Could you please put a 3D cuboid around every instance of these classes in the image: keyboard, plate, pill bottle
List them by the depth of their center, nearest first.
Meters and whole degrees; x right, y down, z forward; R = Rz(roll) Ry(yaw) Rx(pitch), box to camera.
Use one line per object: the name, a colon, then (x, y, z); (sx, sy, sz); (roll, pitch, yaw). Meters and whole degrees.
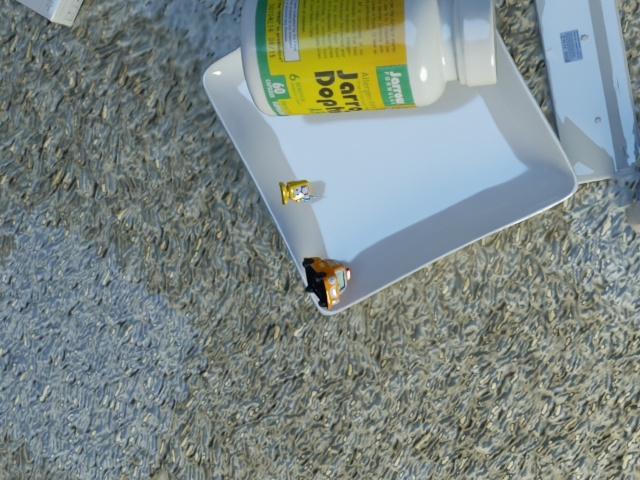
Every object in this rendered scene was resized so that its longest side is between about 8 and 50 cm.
pill bottle: (0.045, -0.171, 0.731); (0.208, 0.117, 0.117); (-2, 95, 14)
keyboard: (0.243, -0.183, 0.784); (0.072, 0.014, 0.256); (-10, 93, 19)
plate: (0.061, -0.108, 0.817); (0.277, 0.045, 0.278); (-28, 89, 15)

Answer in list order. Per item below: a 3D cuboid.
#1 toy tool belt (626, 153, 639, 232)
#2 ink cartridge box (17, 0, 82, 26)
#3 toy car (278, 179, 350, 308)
toy tool belt: (0.312, -0.041, 0.757); (0.052, 0.051, 0.083); (5, 99, -18)
ink cartridge box: (-0.264, -0.338, 0.870); (0.097, 0.046, 0.207); (31, 101, 7)
toy car: (0.000, 0.000, 0.793); (0.040, 0.060, 0.122); (-16, 100, -17)
